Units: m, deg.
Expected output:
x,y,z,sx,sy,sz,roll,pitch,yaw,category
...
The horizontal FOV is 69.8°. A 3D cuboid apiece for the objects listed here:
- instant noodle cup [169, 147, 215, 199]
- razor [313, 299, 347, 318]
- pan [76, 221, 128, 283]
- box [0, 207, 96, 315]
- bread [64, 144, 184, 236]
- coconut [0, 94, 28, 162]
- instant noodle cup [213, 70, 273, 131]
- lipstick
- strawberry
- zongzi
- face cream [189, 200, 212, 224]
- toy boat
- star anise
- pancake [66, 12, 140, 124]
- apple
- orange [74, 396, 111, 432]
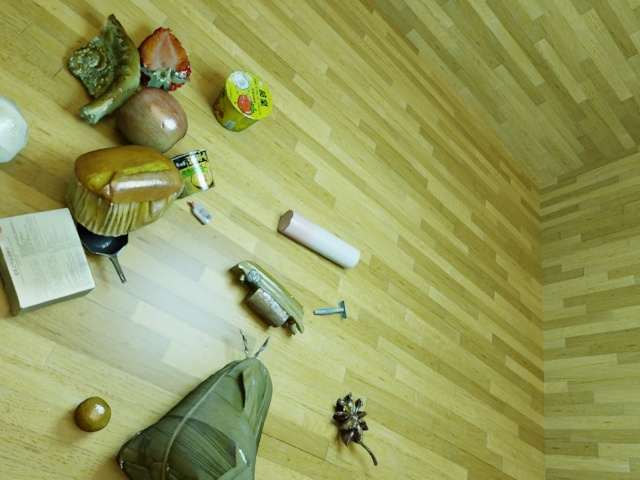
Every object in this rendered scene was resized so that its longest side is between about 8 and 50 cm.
x,y,z,sx,sy,sz,roll,pitch,yaw,category
-0.396,-0.198,1.390,0.151,0.152,0.122,-28,104,-44,instant noodle cup
0.035,0.253,1.653,0.135,0.040,0.068,1,72,-36,razor
-0.573,0.016,1.198,0.129,0.048,0.201,10,65,-37,pan
-0.656,0.047,1.081,0.168,0.095,0.211,-17,84,-46,box
-0.505,-0.146,1.208,0.204,0.156,0.288,51,36,11,bread
-0.772,-0.268,1.066,0.161,0.161,0.162,37,49,-25,coconut
-0.280,-0.471,1.595,0.182,0.144,0.182,16,64,-35,instant noodle cup
0.000,0.000,1.688,0.327,0.087,0.087,31,55,-29,lipstick
-0.516,-0.573,1.468,0.175,0.098,0.228,-14,70,-28,strawberry
-0.154,0.455,1.111,0.500,0.467,0.218,-39,121,-45,zongzi
-0.377,-0.090,1.436,0.083,0.021,0.040,49,48,-15,face cream
-0.165,0.190,1.462,0.310,0.089,0.115,47,51,-18,toy boat
0.109,0.628,1.528,0.177,0.073,0.233,22,42,-43,star anise
-0.626,-0.503,1.322,0.198,0.054,0.376,1,68,-14,pancake
-0.485,-0.343,1.332,0.174,0.188,0.188,46,48,-21,apple
-0.526,0.404,1.065,0.085,0.085,0.084,17,62,-36,orange
